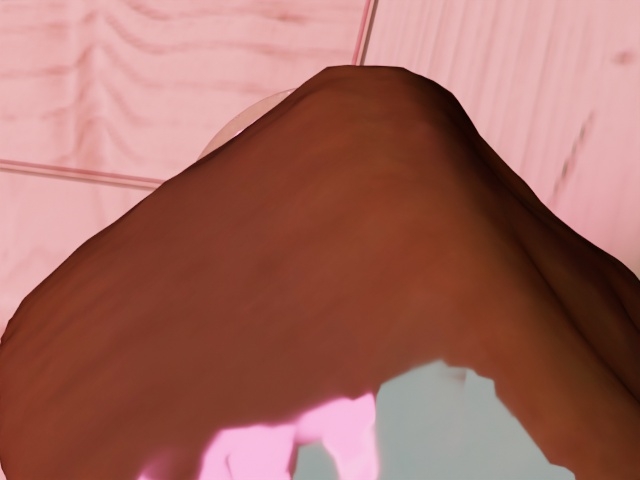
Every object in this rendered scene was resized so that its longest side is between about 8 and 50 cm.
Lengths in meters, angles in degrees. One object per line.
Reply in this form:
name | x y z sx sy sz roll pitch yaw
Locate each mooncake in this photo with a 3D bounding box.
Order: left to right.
mooncake | 0.050 0.087 0.521 0.155 0.284 0.284 -37 62 8

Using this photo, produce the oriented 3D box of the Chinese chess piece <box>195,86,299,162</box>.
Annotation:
Chinese chess piece | 0.000 0.000 0.702 0.122 0.051 0.122 -8 73 27
